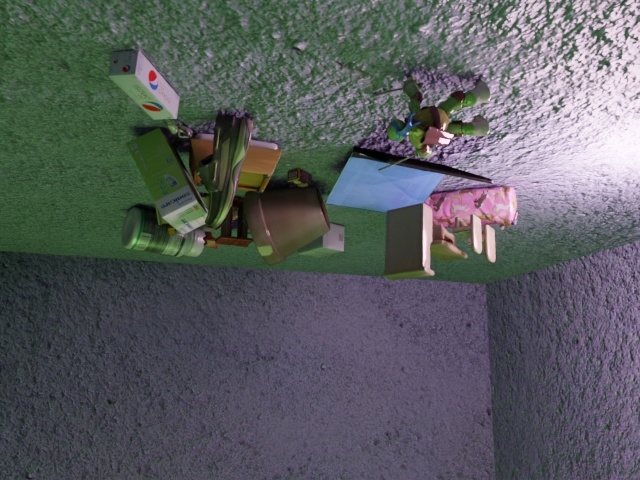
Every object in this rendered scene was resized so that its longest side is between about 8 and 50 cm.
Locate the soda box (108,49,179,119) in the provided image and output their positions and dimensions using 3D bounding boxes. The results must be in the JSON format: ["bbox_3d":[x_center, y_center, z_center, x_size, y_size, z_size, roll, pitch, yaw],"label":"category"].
[{"bbox_3d":[-0.440,-0.387,1.257,0.074,0.069,0.216,0,165,11],"label":"soda box"}]

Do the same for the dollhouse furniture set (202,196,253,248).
[{"bbox_3d":[-0.431,-0.059,2.300,0.152,0.201,0.374,7,165,-25],"label":"dollhouse furniture set"}]

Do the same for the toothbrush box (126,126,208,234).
[{"bbox_3d":[-0.482,-0.185,1.601,0.122,0.283,0.206,-27,166,-5],"label":"toothbrush box"}]

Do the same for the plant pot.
[{"bbox_3d":[-0.120,-0.089,2.022,0.281,0.322,0.323,-17,163,7],"label":"plant pot"}]

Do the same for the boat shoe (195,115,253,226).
[{"bbox_3d":[-0.307,-0.214,1.510,0.131,0.355,0.132,17,-162,-11],"label":"boat shoe"}]

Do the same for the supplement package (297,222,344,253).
[{"bbox_3d":[0.000,0.000,2.608,0.134,0.138,0.244,12,164,-33],"label":"supplement package"}]

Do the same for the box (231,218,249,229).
[{"bbox_3d":[-0.279,-0.065,2.456,0.294,0.057,0.201,3,174,15],"label":"box"}]

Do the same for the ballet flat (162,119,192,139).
[{"bbox_3d":[-0.434,-0.338,1.512,0.041,0.041,0.114,-6,164,30],"label":"ballet flat"}]

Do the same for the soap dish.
[{"bbox_3d":[-0.294,-0.253,1.674,0.291,0.118,0.229,5,166,-16],"label":"soap dish"}]

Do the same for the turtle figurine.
[{"bbox_3d":[0.276,-0.319,1.272,0.267,0.197,0.275,-13,178,-6],"label":"turtle figurine"}]

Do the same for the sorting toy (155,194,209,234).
[{"bbox_3d":[-0.615,-0.105,2.235,0.229,0.041,0.307,-6,153,-16],"label":"sorting toy"}]

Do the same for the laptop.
[{"bbox_3d":[0.278,-0.163,1.681,0.383,0.236,0.408,7,-165,-21],"label":"laptop"}]

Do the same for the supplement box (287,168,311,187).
[{"bbox_3d":[-0.079,-0.235,1.872,0.055,0.043,0.083,-10,162,35],"label":"supplement box"}]

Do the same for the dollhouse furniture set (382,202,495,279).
[{"bbox_3d":[0.423,0.051,1.902,0.362,0.256,0.394,-10,157,39],"label":"dollhouse furniture set"}]

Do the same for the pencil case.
[{"bbox_3d":[0.587,-0.120,2.004,0.387,0.167,0.160,-3,177,24],"label":"pencil case"}]

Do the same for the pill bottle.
[{"bbox_3d":[-0.767,-0.030,2.448,0.361,0.204,0.204,14,162,-38],"label":"pill bottle"}]
